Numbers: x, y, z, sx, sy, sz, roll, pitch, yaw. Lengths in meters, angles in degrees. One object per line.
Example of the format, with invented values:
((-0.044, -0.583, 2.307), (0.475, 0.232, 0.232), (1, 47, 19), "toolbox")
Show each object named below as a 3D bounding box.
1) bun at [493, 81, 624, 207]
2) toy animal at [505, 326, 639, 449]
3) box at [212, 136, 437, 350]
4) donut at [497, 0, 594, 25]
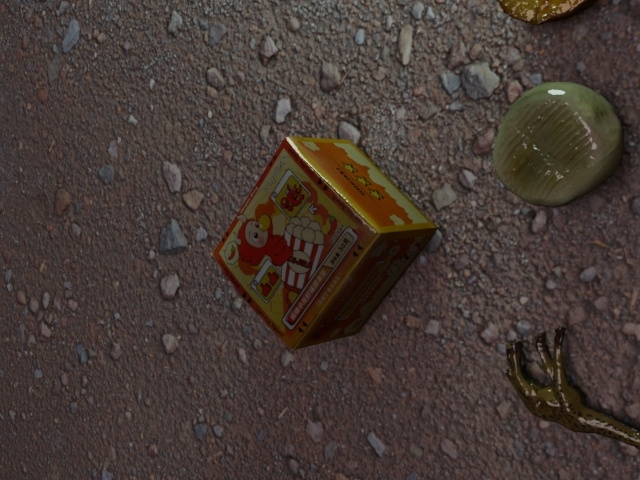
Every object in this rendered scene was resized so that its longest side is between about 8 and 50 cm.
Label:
((0.361, -0.141, 1.246), (0.178, 0.128, 0.193), (54, 133, 21), "bun")
((0.400, 0.248, 1.291), (0.275, 0.054, 0.149), (49, 117, 26), "toy animal")
((0.000, 0.000, 1.476), (0.259, 0.214, 0.283), (48, 120, 26), "box")
((0.357, -0.417, 1.256), (0.190, 0.075, 0.174), (-42, 68, 27), "donut")
